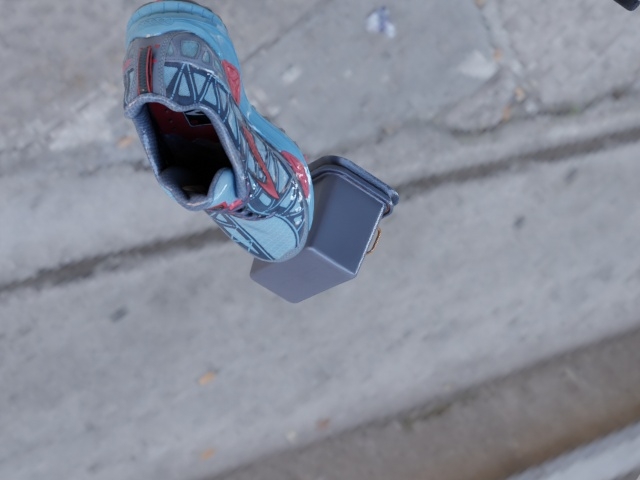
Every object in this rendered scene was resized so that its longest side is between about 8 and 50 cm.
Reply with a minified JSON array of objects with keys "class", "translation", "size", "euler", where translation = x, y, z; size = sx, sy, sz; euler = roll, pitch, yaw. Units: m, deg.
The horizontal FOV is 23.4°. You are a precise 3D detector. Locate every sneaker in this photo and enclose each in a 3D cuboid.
[{"class":"sneaker","translation":[-0.089,-0.056,1.205],"size":[0.104,0.125,0.262],"euler":[-13,134,22]}]

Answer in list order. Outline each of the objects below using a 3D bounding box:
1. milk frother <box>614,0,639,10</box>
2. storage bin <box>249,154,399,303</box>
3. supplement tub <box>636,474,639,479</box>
[{"class":"milk frother","translation":[0.374,-0.348,1.769],"size":[0.143,0.134,0.129],"euler":[-55,172,36]},{"class":"storage bin","translation":[0.000,0.000,1.385],"size":[0.098,0.091,0.135],"euler":[32,150,-22]},{"class":"supplement tub","translation":[0.523,0.376,1.747],"size":[0.325,0.235,0.235],"euler":[36,108,-16]}]
